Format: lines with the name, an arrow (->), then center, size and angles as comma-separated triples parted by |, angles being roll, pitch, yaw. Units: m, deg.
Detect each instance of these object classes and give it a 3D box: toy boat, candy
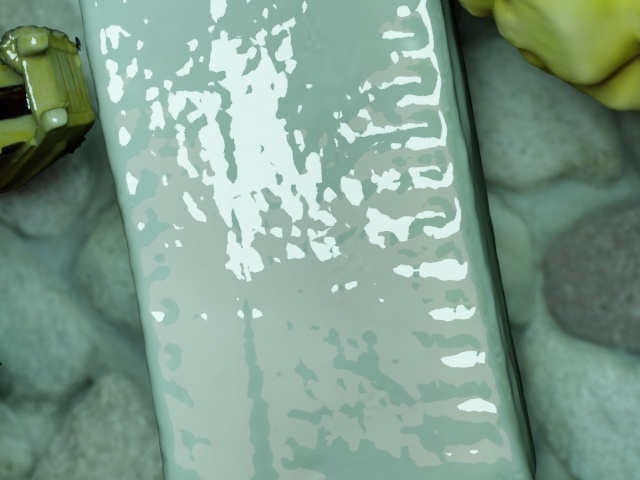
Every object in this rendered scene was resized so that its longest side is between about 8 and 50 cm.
toy boat -> -0.192, -0.066, 0.951 | 0.088, 0.226, 0.068 | -15, 87, -26
candy -> -0.002, 0.000, 0.945 | 0.208, 0.145, 0.359 | -11, 88, 8

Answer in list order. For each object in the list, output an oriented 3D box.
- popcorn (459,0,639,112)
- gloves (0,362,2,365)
popcorn -> 0.208, -0.253, 0.827 | 0.344, 0.390, 0.354 | 43, 140, 26
gloves -> -0.349, 0.002, 0.998 | 0.203, 0.155, 0.356 | -45, 80, 3
